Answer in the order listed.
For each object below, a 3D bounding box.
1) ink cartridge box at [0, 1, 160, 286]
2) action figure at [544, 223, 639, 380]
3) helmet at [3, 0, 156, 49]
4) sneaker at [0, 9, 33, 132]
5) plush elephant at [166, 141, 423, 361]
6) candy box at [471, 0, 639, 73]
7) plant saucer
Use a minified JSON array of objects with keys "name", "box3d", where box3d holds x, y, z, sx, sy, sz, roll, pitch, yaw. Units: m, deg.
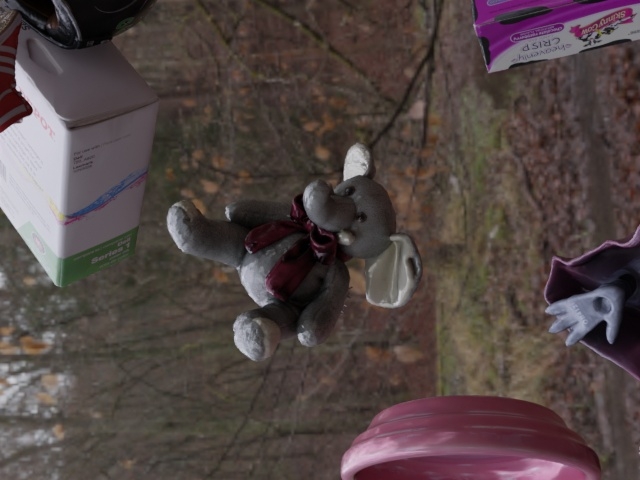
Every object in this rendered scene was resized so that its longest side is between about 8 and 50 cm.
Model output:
[{"name":"ink cartridge box","box3d":[-0.302,-0.114,0.950,0.201,0.117,0.278,49,142,20]},{"name":"action figure","box3d":[0.392,0.008,0.781,0.248,0.370,0.276,46,136,34]},{"name":"helmet","box3d":[-0.237,-0.292,0.817,0.161,0.169,0.169,-51,-25,-23]},{"name":"sneaker","box3d":[-0.284,-0.149,0.729,0.067,0.042,0.119,53,-141,-43]},{"name":"plush elephant","box3d":[0.000,0.000,1.180,0.330,0.255,0.272,10,-140,-48]},{"name":"candy box","box3d":[0.227,-0.286,0.802,0.071,0.159,0.234,56,-150,-51]},{"name":"plant saucer","box3d":[0.193,0.280,1.070,0.332,0.332,0.084,77,-166,-60]}]
